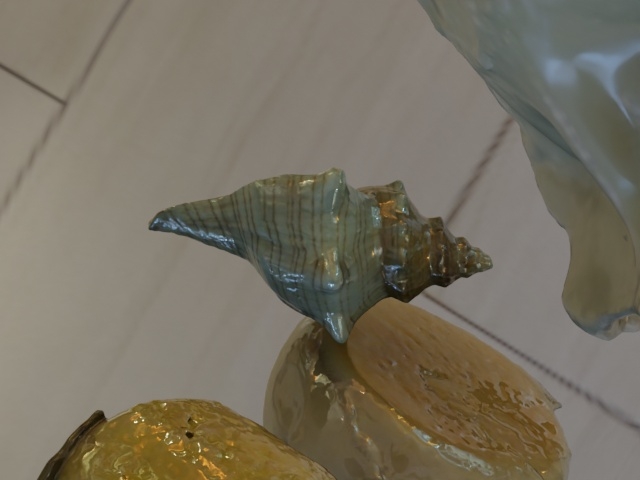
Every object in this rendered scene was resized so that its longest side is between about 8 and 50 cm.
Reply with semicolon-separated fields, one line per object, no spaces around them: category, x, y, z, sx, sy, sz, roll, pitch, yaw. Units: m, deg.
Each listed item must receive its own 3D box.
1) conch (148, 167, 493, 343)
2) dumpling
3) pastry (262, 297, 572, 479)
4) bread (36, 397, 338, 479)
conch;0.008;0.008;1.422;0.234;0.137;0.114;5;60;-23
dumpling;0.093;-0.100;0.450;0.147;0.193;0.258;6;93;-15
pastry;0.073;0.156;1.522;0.265;0.265;0.133;34;112;10
bread;-0.077;0.198;1.178;0.170;0.197;0.197;35;93;26
